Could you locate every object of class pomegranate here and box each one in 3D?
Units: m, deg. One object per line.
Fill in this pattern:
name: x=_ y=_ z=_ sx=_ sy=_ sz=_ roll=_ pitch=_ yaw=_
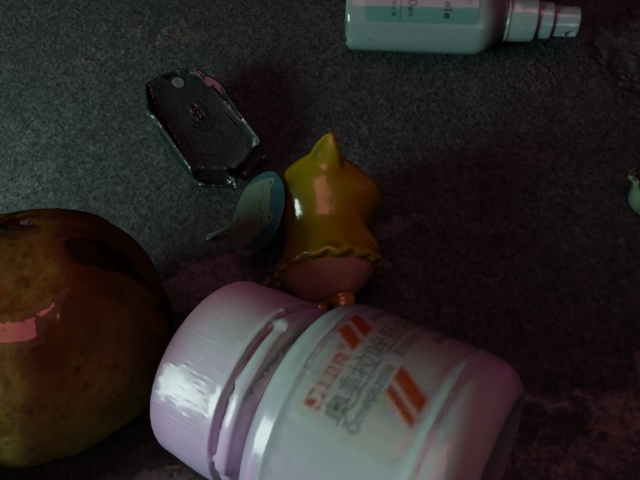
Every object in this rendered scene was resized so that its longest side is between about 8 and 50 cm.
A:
pomegranate: x=-0.300 y=0.099 z=0.632 sx=0.281 sy=0.281 sz=0.281 roll=-2 pitch=62 yaw=3

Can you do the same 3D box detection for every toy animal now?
toy animal: x=0.003 y=-0.002 z=0.727 sx=0.156 sy=0.156 sz=0.230 roll=-11 pitch=68 yaw=-2

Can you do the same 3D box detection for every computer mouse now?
computer mouse: x=-0.177 y=-0.160 z=0.871 sx=0.126 sy=0.071 sz=0.231 roll=-30 pitch=73 yaw=-27

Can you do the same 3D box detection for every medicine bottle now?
medicine bottle: x=0.014 y=0.179 z=0.568 sx=0.302 sy=0.241 sz=0.241 roll=19 pitch=64 yaw=27
medicine bottle: x=0.217 y=-0.347 z=0.916 sx=0.351 sy=0.110 sz=0.110 roll=4 pitch=62 yaw=6

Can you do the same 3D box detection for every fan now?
fan: x=-0.100 y=-0.026 z=0.759 sx=0.175 sy=0.005 sz=0.113 roll=-21 pitch=58 yaw=44

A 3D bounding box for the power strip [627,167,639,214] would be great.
power strip: x=0.535 y=-0.022 z=0.755 sx=0.286 sy=0.048 sz=0.080 roll=26 pitch=65 yaw=17
